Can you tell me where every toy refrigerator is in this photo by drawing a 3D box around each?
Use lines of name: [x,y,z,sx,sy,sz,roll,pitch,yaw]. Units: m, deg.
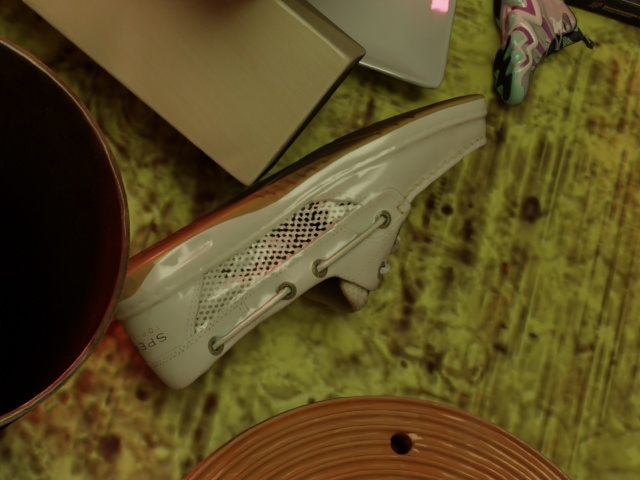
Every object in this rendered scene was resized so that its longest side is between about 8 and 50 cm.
toy refrigerator: [-0.109,-0.161,1.064,0.269,0.094,0.102,39,103,0]

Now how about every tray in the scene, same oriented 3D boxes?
tray: [0.033,-0.234,1.194,0.145,0.030,0.270,17,65,-11]

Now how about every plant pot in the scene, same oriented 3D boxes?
plant pot: [-0.227,0.029,0.885,0.215,0.230,0.215,7,67,-17]

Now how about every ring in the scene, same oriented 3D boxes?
ring: [0.043,0.254,0.999,0.336,0.032,0.336,7,68,-17]

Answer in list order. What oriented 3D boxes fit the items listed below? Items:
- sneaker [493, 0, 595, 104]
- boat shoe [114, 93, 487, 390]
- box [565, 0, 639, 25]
sneaker: [0.156,-0.134,1.190,0.069,0.038,0.098,9,67,-14]
boat shoe: [0.000,0.000,1.057,0.277,0.098,0.096,-31,96,-21]
box: [0.218,-0.236,1.258,0.116,0.029,0.162,16,64,-11]
